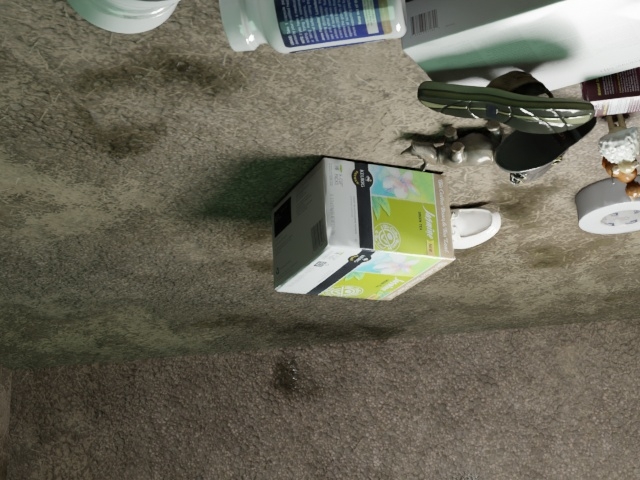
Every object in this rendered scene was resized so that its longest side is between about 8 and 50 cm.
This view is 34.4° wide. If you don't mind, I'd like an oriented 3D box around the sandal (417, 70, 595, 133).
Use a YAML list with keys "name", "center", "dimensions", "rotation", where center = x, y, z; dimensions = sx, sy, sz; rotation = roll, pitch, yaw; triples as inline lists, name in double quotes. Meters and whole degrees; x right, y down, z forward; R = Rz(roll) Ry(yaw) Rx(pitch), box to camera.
- name: "sandal"
  center: [0.318, -0.250, 1.756]
  dimensions: [0.303, 0.086, 0.120]
  rotation: [11, 167, 4]

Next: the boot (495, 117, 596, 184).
- name: "boot"
  center: [0.445, -0.169, 2.152]
  dimensions: [0.263, 0.091, 0.229]
  rotation: [-26, 166, -20]

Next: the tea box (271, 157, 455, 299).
- name: "tea box"
  center: [0.092, -0.016, 2.421]
  dimensions: [0.324, 0.220, 0.329]
  rotation: [5, 158, -23]

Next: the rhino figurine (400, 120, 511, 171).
- name: "rhino figurine"
  center: [0.290, -0.192, 2.185]
  dimensions: [0.243, 0.073, 0.106]
  rotation: [-6, 157, 12]

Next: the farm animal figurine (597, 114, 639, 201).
- name: "farm animal figurine"
  center: [0.769, -0.162, 2.191]
  dimensions: [0.330, 0.172, 0.327]
  rotation: [-9, 159, 16]

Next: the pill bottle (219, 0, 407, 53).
- name: "pill bottle"
  center: [-0.010, -0.362, 1.549]
  dimensions: [0.265, 0.153, 0.153]
  rotation: [-7, 160, 8]

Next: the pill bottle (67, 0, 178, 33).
- name: "pill bottle"
  center: [-0.212, -0.419, 1.277]
  dimensions: [0.210, 0.210, 0.363]
  rotation: [5, 158, -22]

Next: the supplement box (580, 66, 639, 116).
- name: "supplement box"
  center: [0.586, -0.302, 1.841]
  dimensions: [0.239, 0.130, 0.073]
  rotation: [-5, 160, 8]

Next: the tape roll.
- name: "tape roll"
  center: [0.743, -0.086, 2.545]
  dimensions: [0.219, 0.072, 0.219]
  rotation: [-4, 160, -1]

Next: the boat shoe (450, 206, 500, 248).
- name: "boat shoe"
  center: [0.310, -0.032, 2.590]
  dimensions: [0.277, 0.098, 0.096]
  rotation: [-12, 159, 26]

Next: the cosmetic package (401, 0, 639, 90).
- name: "cosmetic package"
  center: [0.360, -0.348, 1.728]
  dimensions: [0.377, 0.097, 0.284]
  rotation: [-13, 156, 25]
